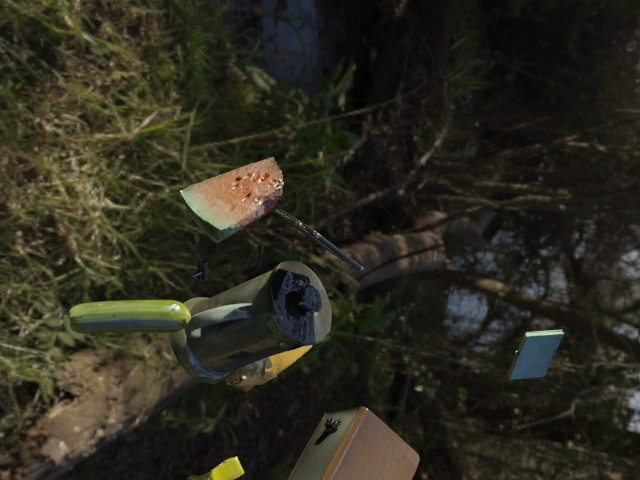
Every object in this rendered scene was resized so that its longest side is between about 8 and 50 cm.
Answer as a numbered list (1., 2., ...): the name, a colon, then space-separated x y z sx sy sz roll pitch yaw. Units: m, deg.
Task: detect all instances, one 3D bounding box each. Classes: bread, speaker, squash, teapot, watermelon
1. bread: -0.173 0.253 1.788 0.224 0.183 0.211 51 35 -2
2. speaker: 0.048 0.464 1.376 0.192 0.153 0.231 43 55 -14
3. squash: -0.367 0.148 1.400 0.066 0.229 0.066 179 -90 -80
4. teapot: -0.158 0.169 1.533 0.270 0.337 0.200 10 62 -50
5. watermelon: -0.199 -0.106 1.837 0.257 0.193 0.140 -36 154 -11

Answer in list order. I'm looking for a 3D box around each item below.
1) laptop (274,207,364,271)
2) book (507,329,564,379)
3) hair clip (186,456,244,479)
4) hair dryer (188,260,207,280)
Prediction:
1. laptop: 0.000 0.000 1.403 0.016 0.129 0.180 -54 137 -2
2. book: 0.484 0.259 1.639 0.017 0.103 0.135 -115 -151 -51
3. hair clip: -0.256 0.555 1.641 0.173 0.072 0.046 -22 162 -25
4. hair dryer: -0.309 0.081 1.811 0.083 0.026 0.047 -27 121 -71
